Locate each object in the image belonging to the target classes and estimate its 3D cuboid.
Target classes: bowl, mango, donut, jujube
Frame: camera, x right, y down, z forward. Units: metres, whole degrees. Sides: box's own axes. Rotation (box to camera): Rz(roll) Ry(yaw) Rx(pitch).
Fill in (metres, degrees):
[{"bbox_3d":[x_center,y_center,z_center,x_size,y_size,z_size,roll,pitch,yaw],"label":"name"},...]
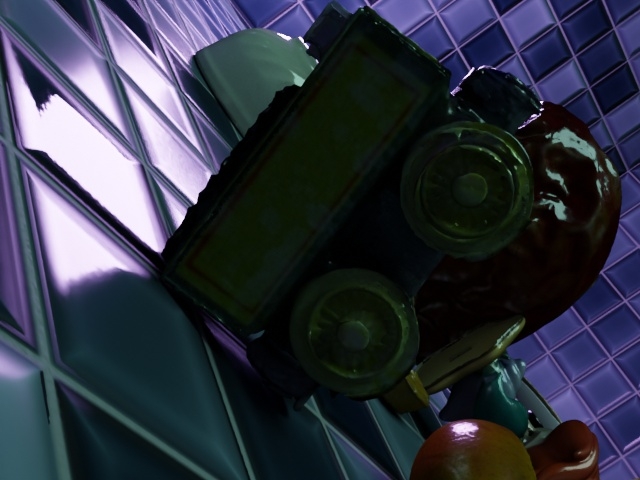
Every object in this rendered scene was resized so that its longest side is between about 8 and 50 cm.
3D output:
[{"bbox_3d":[-0.047,-0.201,1.448,0.277,0.145,0.277,53,5,-7],"label":"bowl"},{"bbox_3d":[0.125,0.225,0.764,0.217,0.102,0.141,-99,177,-68],"label":"mango"},{"bbox_3d":[0.073,0.135,1.047,0.097,0.043,0.108,46,12,-54],"label":"donut"},{"bbox_3d":[0.218,-0.003,1.306,0.276,0.377,0.276,49,17,-20],"label":"jujube"}]

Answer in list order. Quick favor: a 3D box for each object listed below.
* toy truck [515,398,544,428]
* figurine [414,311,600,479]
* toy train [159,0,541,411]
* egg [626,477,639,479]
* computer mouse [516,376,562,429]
[{"bbox_3d":[0.293,0.315,1.444,0.242,0.101,0.125,55,2,-23],"label":"toy truck"},{"bbox_3d":[0.222,0.236,1.123,0.257,0.181,0.208,56,-33,-2],"label":"figurine"},{"bbox_3d":[0.022,-0.019,0.650,0.177,0.261,0.134,37,8,-1],"label":"toy train"},{"bbox_3d":[0.532,0.503,1.596,0.289,0.238,0.238,26,26,-45],"label":"egg"},{"bbox_3d":[0.341,0.328,1.624,0.310,0.072,0.158,57,-26,24],"label":"computer mouse"}]
